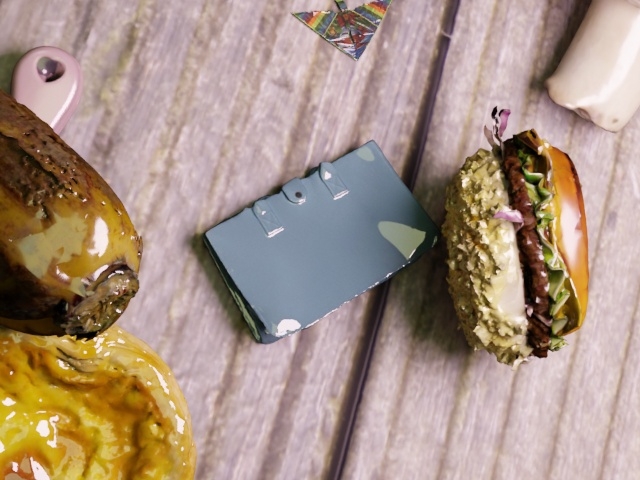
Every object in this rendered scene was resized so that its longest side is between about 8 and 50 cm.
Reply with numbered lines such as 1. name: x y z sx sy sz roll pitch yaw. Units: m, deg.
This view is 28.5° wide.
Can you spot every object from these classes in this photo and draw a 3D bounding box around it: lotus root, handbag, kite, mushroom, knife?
1. lotus root: -0.317 -0.045 1.096 0.397 0.196 0.179 35 66 22
2. handbag: 0.000 0.000 1.312 0.221 0.057 0.144 -31 85 -19
3. kite: 0.031 -0.240 1.383 0.122 0.004 0.090 -18 87 -21
4. mushroom: 0.358 -0.294 1.394 0.314 0.314 0.336 25 104 -13
5. knife: -0.325 -0.039 1.213 0.081 0.043 0.336 24 76 -4

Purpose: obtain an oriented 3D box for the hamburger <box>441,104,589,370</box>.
1. hamburger: 0.193 0.002 1.281 0.138 0.243 0.262 -5 76 4

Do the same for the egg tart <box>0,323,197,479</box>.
1. egg tart: -0.259 0.198 1.157 0.294 0.116 0.295 4 80 -21
